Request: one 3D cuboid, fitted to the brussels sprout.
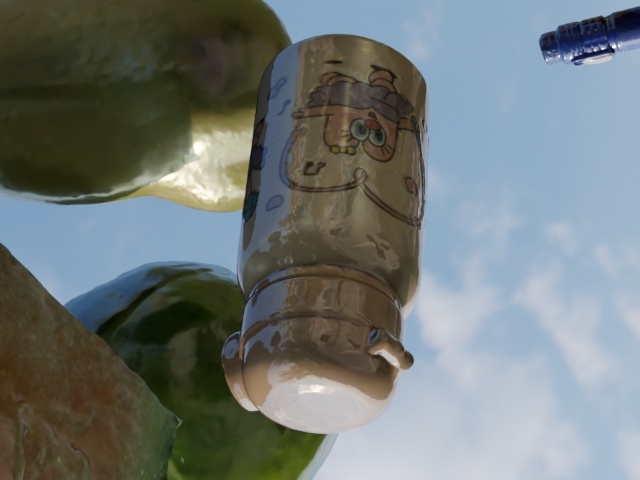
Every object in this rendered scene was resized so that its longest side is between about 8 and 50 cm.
[{"bbox_3d":[-0.113,0.118,1.042,0.210,0.271,0.219,42,-94,-16],"label":"brussels sprout"}]

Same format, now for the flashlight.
[{"bbox_3d":[0.204,-0.135,0.949,0.057,0.121,0.035,32,-133,-70],"label":"flashlight"}]

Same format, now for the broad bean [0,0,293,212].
[{"bbox_3d":[-0.136,-0.104,0.918,0.121,0.263,0.189,91,-174,-58],"label":"broad bean"}]

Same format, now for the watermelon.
[{"bbox_3d":[-0.224,0.104,0.758,0.302,0.151,0.264,59,-148,-31],"label":"watermelon"}]

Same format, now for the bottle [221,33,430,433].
[{"bbox_3d":[0.000,0.000,0.758,0.097,0.110,0.209,42,-140,-38],"label":"bottle"}]
